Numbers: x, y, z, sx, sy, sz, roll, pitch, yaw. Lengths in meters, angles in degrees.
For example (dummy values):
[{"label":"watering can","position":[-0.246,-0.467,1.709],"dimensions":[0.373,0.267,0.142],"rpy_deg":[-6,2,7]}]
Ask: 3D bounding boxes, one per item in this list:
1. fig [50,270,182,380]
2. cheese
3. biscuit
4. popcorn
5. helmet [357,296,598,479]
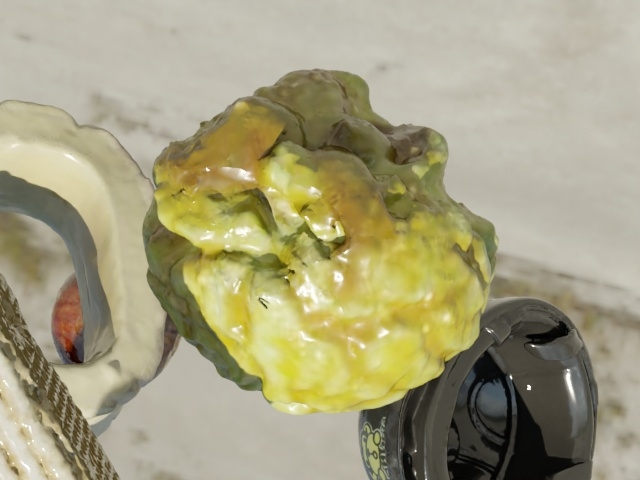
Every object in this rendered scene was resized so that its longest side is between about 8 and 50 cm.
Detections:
[{"label":"fig","position":[-0.225,0.097,2.080],"dimensions":[0.143,0.160,0.231],"rpy_deg":[28,167,2]},{"label":"cheese","position":[-0.304,0.042,1.811],"dimensions":[0.292,0.332,0.153],"rpy_deg":[-6,156,-26]},{"label":"biscuit","position":[-0.212,0.114,1.254],"dimensions":[0.078,0.426,0.144],"rpy_deg":[-27,-168,0]},{"label":"popcorn","position":[0.005,0.008,1.457],"dimensions":[0.282,0.282,0.247],"rpy_deg":[8,137,-9]},{"label":"helmet","position":[0.120,0.166,1.676],"dimensions":[0.279,0.230,0.160],"rpy_deg":[-14,-168,-42]}]
